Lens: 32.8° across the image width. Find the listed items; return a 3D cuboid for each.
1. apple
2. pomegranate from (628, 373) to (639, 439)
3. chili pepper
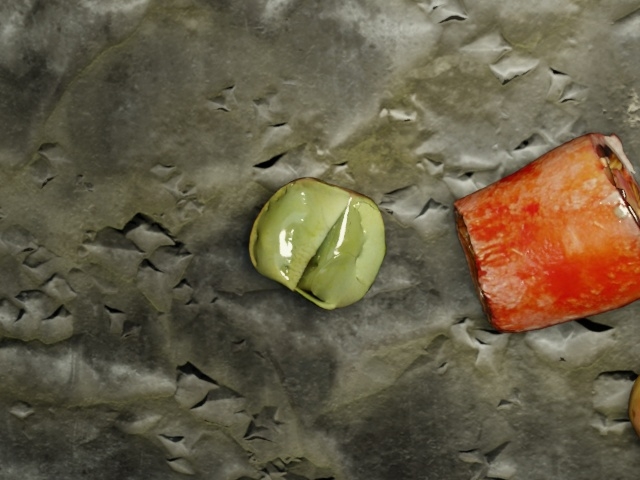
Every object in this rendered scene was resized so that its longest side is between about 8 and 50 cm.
[{"bbox_3d":[0.000,0.000,1.702,0.207,0.174,0.188,27,91,3],"label":"apple"},{"bbox_3d":[0.574,0.267,1.680,0.191,0.191,0.191,3,109,9],"label":"pomegranate"},{"bbox_3d":[0.344,0.002,1.614,0.305,0.229,0.251,-24,119,16],"label":"chili pepper"}]
